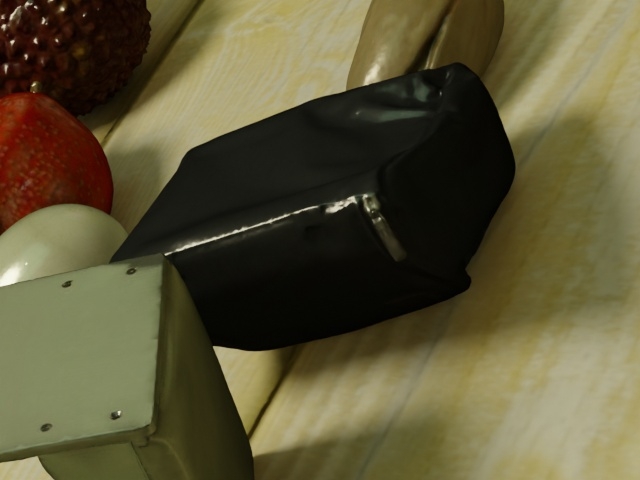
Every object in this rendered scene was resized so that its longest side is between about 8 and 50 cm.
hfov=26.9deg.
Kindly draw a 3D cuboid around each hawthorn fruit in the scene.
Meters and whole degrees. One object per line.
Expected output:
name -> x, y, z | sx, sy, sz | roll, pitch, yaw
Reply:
hawthorn fruit -> -0.325, -0.072, 1.455 | 0.205, 0.205, 0.253 | -17, 43, 28

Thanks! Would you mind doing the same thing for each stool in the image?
stool -> -0.202, 0.172, 0.991 | 0.270, 0.243, 0.170 | -10, 41, 7

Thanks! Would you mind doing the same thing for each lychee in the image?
lychee -> -0.337, -0.270, 1.625 | 0.304, 0.276, 0.275 | -49, 33, 18

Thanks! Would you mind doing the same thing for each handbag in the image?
handbag -> 0.002, 0.002, 1.106 | 0.302, 0.178, 0.275 | -17, 27, 26

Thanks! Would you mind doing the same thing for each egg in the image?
egg -> -0.267, 0.060, 1.302 | 0.209, 0.151, 0.151 | -51, 37, -2

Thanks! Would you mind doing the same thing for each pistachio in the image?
pistachio -> 0.097, -0.181, 1.268 | 0.136, 0.136, 0.226 | 7, 64, 45
